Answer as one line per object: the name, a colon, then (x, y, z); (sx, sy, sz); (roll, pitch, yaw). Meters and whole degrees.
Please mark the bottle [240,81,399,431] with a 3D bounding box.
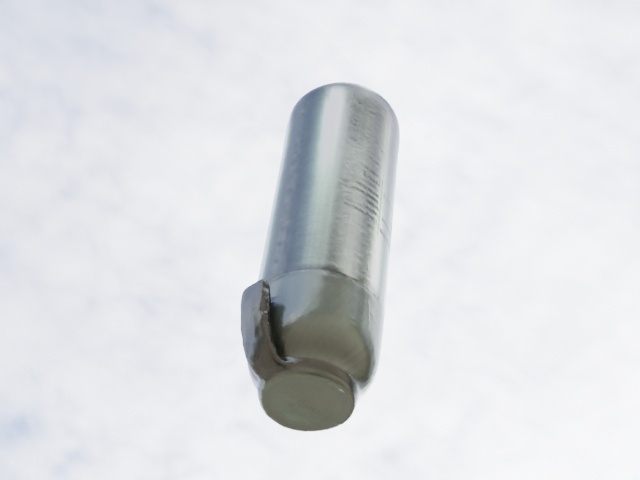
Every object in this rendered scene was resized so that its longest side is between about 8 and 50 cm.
bottle: (0.000, 0.000, 0.941); (0.079, 0.253, 0.096); (-30, -56, 33)
